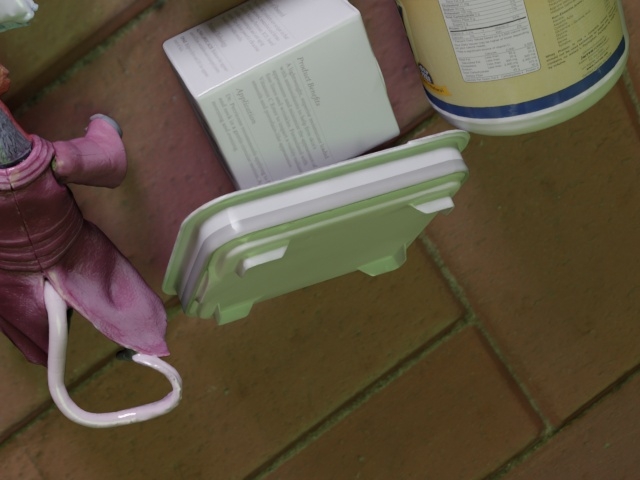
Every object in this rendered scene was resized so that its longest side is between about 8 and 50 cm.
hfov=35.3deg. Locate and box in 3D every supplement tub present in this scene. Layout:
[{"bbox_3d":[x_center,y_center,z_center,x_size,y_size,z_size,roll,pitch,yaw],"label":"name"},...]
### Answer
[{"bbox_3d":[0.180,-0.292,1.027,0.228,0.228,0.316,-29,127,-5],"label":"supplement tub"}]

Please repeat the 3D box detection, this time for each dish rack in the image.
[{"bbox_3d":[0.000,0.000,1.114,0.333,0.072,0.285,-16,164,-21],"label":"dish rack"}]

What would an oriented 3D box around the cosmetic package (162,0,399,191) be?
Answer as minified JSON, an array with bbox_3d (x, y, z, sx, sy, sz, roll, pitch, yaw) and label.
[{"bbox_3d":[-0.041,-0.161,1.058,0.184,0.151,0.151,-27,127,-6],"label":"cosmetic package"}]

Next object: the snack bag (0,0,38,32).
[{"bbox_3d":[-0.440,-0.260,0.785,0.323,0.037,0.342,-12,130,25],"label":"snack bag"}]

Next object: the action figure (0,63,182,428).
[{"bbox_3d":[-0.297,-0.004,0.984,0.248,0.275,0.370,-16,139,-7],"label":"action figure"}]
